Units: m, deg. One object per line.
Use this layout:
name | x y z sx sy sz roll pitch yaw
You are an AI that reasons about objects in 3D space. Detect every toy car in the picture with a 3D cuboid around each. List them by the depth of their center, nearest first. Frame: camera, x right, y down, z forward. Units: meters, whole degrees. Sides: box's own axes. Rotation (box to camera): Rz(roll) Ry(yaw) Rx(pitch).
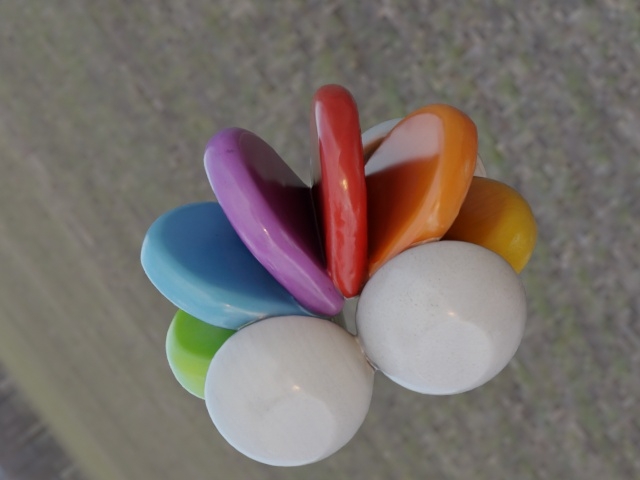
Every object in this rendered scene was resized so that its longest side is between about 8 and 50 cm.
toy car | 0.000 0.000 0.877 0.136 0.182 0.159 58 -169 -34
